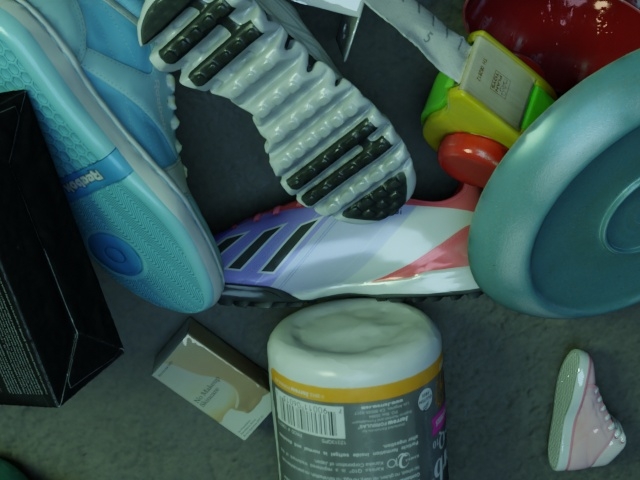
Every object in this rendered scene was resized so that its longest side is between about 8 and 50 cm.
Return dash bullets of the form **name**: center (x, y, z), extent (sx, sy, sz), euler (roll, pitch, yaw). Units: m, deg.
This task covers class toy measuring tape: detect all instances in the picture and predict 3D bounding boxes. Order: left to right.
- **toy measuring tape**: center (0.100, -0.134, 1.041), extent (0.330, 0.121, 0.121), euler (32, 106, -30)

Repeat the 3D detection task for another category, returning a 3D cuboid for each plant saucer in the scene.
- **plant saucer**: center (0.276, -0.037, 1.063), extent (0.317, 0.044, 0.318), euler (-18, 140, -16)

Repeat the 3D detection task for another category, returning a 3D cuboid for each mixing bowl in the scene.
- **mixing bowl**: center (0.218, -0.205, 1.037), extent (0.181, 0.181, 0.098), euler (24, 72, -11)

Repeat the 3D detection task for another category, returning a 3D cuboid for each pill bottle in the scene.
- **pill bottle**: center (0.039, 0.207, 1.166), extent (0.162, 0.162, 0.278), euler (-5, 111, -1)

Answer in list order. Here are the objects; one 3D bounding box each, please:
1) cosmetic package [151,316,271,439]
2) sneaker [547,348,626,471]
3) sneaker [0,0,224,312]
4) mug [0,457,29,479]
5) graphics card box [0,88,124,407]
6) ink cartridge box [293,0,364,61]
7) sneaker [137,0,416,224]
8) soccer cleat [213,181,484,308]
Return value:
- **cosmetic package**: center (-0.099, 0.133, 1.194), extent (0.115, 0.041, 0.060), euler (36, 105, -15)
- **sneaker**: center (0.269, 0.167, 1.223), extent (0.070, 0.051, 0.134), euler (2, 113, -6)
- **sneaker**: center (-0.143, -0.110, 1.029), extent (0.127, 0.208, 0.319), euler (-9, 125, 39)
- **mug**: center (-0.327, 0.276, 1.204), extent (0.157, 0.097, 0.129), euler (23, 107, -12)
- **graphics card box**: center (-0.355, 0.013, 1.017), extent (0.371, 0.094, 0.233), euler (-3, 114, 35)
- **ink cartridge box**: center (0.014, -0.250, 1.025), extent (0.061, 0.104, 0.181), euler (13, 108, -8)
- **sneaker**: center (-0.022, -0.129, 1.014), extent (0.110, 0.118, 0.292), euler (-31, 123, 22)
- **soccer cleat**: center (0.000, 0.000, 1.129), extent (0.318, 0.108, 0.116), euler (-2, 92, -2)
